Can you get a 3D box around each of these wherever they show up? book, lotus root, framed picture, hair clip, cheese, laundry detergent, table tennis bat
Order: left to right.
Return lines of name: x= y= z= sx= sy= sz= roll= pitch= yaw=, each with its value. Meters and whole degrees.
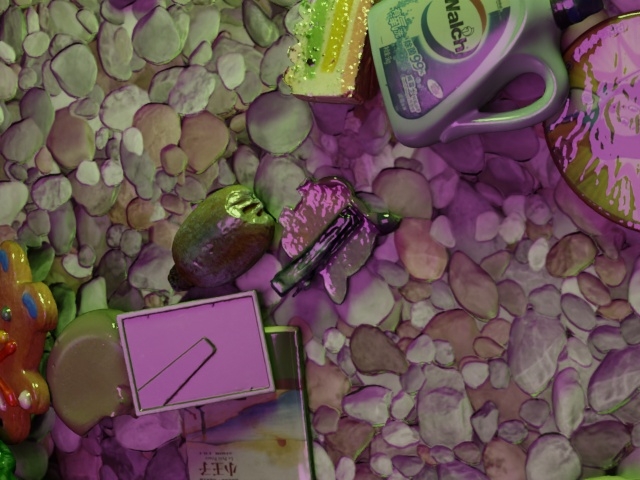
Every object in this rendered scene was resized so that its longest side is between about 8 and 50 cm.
cheese: x=-0.324 y=0.199 z=1.858 sx=0.175 sy=0.091 sz=0.202 roll=47 pitch=115 yaw=10
framed picture: x=-0.174 y=0.157 z=1.761 sx=0.203 sy=0.015 sz=0.150 roll=-11 pitch=94 yaw=5
lotus root: x=-0.145 y=0.006 z=1.749 sx=0.192 sy=0.088 sz=0.113 roll=-42 pitch=87 yaw=24
book: x=-0.106 y=0.266 z=1.804 sx=0.201 sy=0.026 sz=0.289 roll=-4 pitch=96 yaw=22
hair clip: x=0.003 y=0.000 z=1.707 sx=0.146 sy=0.056 sz=0.187 roll=42 pitch=103 yaw=14
laundry detergent: x=0.209 y=-0.237 z=1.539 sx=0.281 sy=0.105 sz=0.214 roll=-13 pitch=85 yaw=24
table tennis bat: x=0.456 y=-0.116 z=1.482 sx=0.415 sy=0.051 sz=0.268 roll=28 pitch=109 yaw=21

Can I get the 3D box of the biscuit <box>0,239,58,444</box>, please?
biscuit: x=-0.464 y=0.176 z=1.893 sx=0.205 sy=0.049 sz=0.324 roll=46 pitch=133 yaw=37

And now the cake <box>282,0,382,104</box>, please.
cake: x=0.030 y=-0.283 z=1.651 sx=0.109 sy=0.090 sz=0.225 roll=7 pitch=82 yaw=26

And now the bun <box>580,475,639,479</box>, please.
bun: x=0.373 y=0.413 z=1.543 sx=0.259 sy=0.160 sz=0.259 roll=7 pitch=100 yaw=40

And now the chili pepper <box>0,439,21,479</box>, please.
chili pepper: x=-0.518 y=0.329 z=1.899 sx=0.270 sy=0.099 sz=0.136 roll=49 pitch=137 yaw=35
